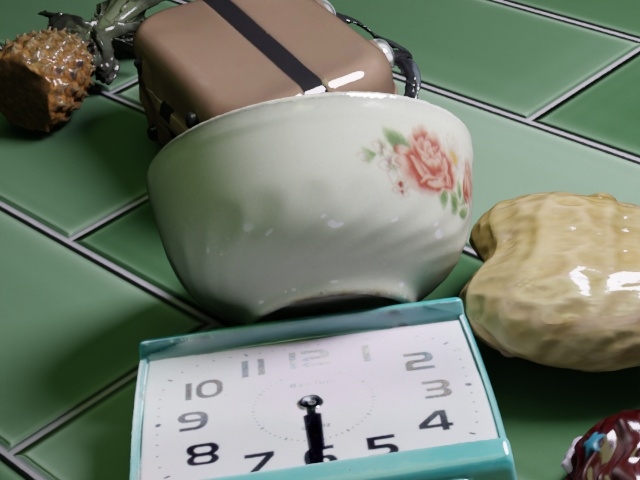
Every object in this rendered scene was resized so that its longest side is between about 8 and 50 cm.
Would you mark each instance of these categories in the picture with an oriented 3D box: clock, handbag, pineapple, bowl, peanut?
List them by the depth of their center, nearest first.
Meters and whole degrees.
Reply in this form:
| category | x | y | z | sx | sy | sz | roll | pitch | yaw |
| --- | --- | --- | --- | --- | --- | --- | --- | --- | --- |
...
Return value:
| category | x | y | z | sx | sy | sz | roll | pitch | yaw |
| --- | --- | --- | --- | --- | --- | --- | --- | --- | --- |
| clock | -0.003 | 0.154 | 1.043 | 0.262 | 0.116 | 0.231 | -7 | 28 | -2 |
| bowl | 0.000 | 0.000 | 1.170 | 0.277 | 0.277 | 0.145 | -9 | 69 | -2 |
| peanut | 0.215 | 0.027 | 1.184 | 0.197 | 0.110 | 0.233 | -1 | 35 | 10 |
| handbag | -0.031 | -0.158 | 1.485 | 0.283 | 0.149 | 0.302 | -18 | 33 | -18 |
| pineapple | -0.268 | -0.228 | 1.666 | 0.130 | 0.119 | 0.277 | -10 | 26 | 33 |

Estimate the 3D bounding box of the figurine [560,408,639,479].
| category | x | y | z | sx | sy | sz | roll | pitch | yaw |
| --- | --- | --- | --- | --- | --- | --- | --- | --- | --- |
| figurine | 0.247 | 0.152 | 0.980 | 0.175 | 0.115 | 0.240 | 7 | 35 | 20 |
